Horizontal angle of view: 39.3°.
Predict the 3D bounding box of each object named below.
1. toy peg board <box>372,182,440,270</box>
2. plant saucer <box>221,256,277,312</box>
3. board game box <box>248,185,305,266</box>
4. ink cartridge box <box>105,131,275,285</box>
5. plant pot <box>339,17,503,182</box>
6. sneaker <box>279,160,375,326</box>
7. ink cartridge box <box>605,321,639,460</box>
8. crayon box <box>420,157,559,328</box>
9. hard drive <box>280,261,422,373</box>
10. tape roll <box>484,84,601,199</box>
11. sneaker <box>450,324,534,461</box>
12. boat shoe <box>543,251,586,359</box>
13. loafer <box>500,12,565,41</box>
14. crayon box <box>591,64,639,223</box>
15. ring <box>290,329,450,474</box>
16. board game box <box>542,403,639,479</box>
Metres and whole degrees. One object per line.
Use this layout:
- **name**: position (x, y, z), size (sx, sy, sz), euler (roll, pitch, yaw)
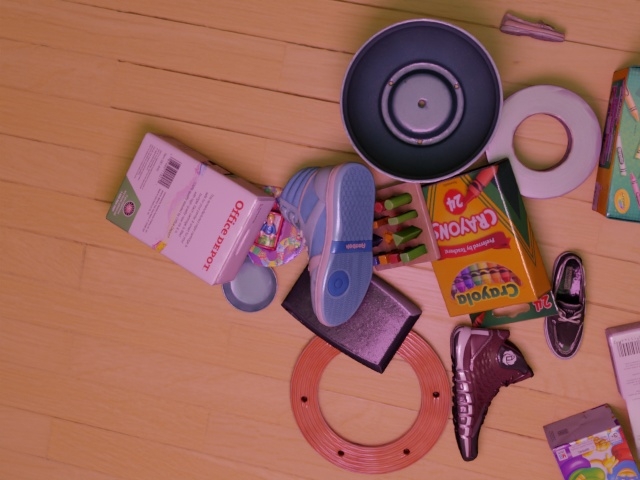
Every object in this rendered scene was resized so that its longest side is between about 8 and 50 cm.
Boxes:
- **toy peg board**: position (0.132, -0.020, 1.765), size (0.160, 0.079, 0.161), euler (-13, 96, 43)
- **plant saucer**: position (-0.147, 0.092, 1.886), size (0.119, 0.021, 0.119), euler (1, 98, 8)
- **board game box**: position (-0.110, -0.028, 1.847), size (0.133, 0.033, 0.169), euler (-30, 85, 5)
- **ink cartridge box**: position (-0.261, -0.064, 1.813), size (0.278, 0.117, 0.201), euler (31, 100, 14)
- **plant pot**: position (0.192, -0.262, 1.704), size (0.293, 0.196, 0.293), euler (1, 98, 8)
- **sneaker**: position (0.000, 0.000, 1.775), size (0.208, 0.127, 0.319), euler (10, 92, 50)
- **ink cartridge box**: position (0.737, 0.272, 1.758), size (0.296, 0.066, 0.261), euler (-13, 95, 10)
- **crayon box**: position (0.316, 0.022, 1.739), size (0.202, 0.081, 0.319), euler (-17, 95, 39)
- **hard drive**: position (0.059, 0.138, 1.821), size (0.254, 0.054, 0.172), euler (34, 91, 11)
- **tape roll**: position (0.429, -0.191, 1.743), size (0.219, 0.072, 0.219), euler (1, 97, 9)
- **sneaker**: position (0.349, 0.308, 1.803), size (0.162, 0.106, 0.281), euler (-3, 100, 1)
- **boat shoe**: position (0.486, 0.133, 1.775), size (0.077, 0.070, 0.219), euler (1, 97, 8)
- **loafer**: position (0.413, -0.413, 1.733), size (0.125, 0.045, 0.039), euler (12, 92, 9)
- **crayon box**: position (0.579, -0.180, 1.675), size (0.081, 0.165, 0.279), euler (8, 98, 7)
- **ring**: position (0.103, 0.324, 1.875), size (0.336, 0.032, 0.337), euler (1, 98, 8)
- **board game box**: position (0.564, 0.490, 1.771), size (0.142, 0.144, 0.275), euler (-22, 94, 10)
